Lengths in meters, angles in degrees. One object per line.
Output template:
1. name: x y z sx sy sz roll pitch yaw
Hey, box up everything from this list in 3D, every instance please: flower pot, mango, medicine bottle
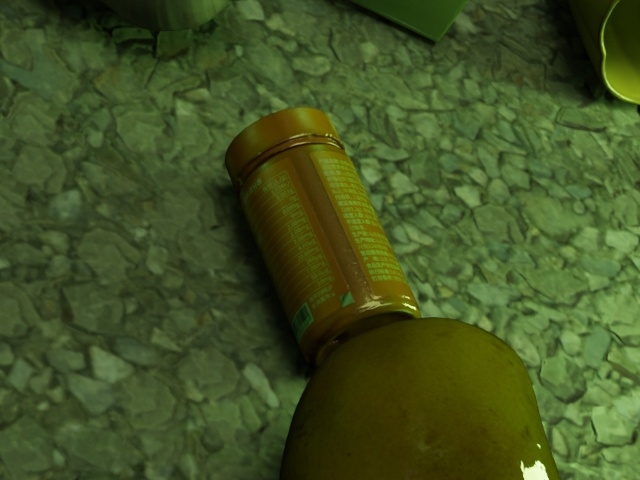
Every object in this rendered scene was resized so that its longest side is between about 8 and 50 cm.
1. flower pot: 0.317 -0.251 1.818 0.195 0.195 0.179 5 39 -26
2. mango: 0.075 0.173 1.319 0.211 0.173 0.317 21 39 -13
3. medicine bottle: 0.000 0.000 1.472 0.096 0.096 0.192 -4 55 -32

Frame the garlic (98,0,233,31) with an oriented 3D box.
1. garlic: -0.142 -0.302 1.583 0.207 0.207 0.257 3 45 -28

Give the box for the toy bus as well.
1. toy bus: 0.053 -0.261 1.732 0.175 0.088 0.101 24 47 -12
